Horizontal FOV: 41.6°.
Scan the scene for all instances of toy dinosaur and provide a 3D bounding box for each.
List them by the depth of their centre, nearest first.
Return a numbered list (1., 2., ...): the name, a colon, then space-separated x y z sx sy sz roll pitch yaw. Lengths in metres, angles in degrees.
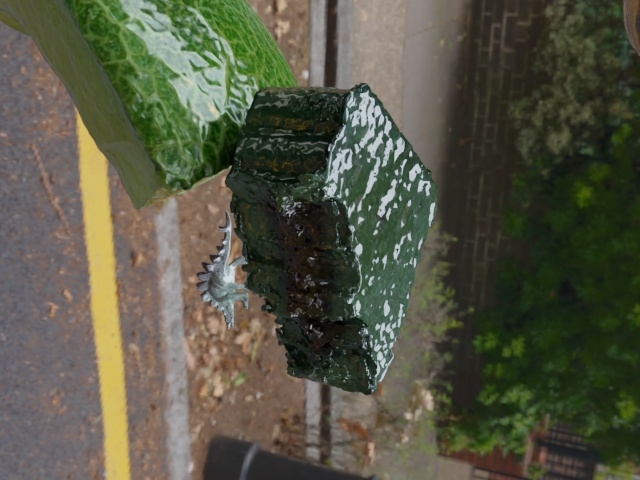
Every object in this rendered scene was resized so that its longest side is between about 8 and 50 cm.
1. toy dinosaur: -0.146 0.051 1.265 0.039 0.082 0.209 -112 -158 -55

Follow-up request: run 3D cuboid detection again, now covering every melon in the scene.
1. melon: -0.184 -0.193 0.741 0.343 0.226 0.331 58 26 -7

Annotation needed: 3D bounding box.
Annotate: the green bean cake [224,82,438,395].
1. green bean cake: 0.000 0.000 0.641 0.208 0.107 0.193 46 60 -60

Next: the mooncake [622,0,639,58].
1. mooncake: 0.409 -0.222 0.673 0.334 0.326 0.174 -32 134 -42
